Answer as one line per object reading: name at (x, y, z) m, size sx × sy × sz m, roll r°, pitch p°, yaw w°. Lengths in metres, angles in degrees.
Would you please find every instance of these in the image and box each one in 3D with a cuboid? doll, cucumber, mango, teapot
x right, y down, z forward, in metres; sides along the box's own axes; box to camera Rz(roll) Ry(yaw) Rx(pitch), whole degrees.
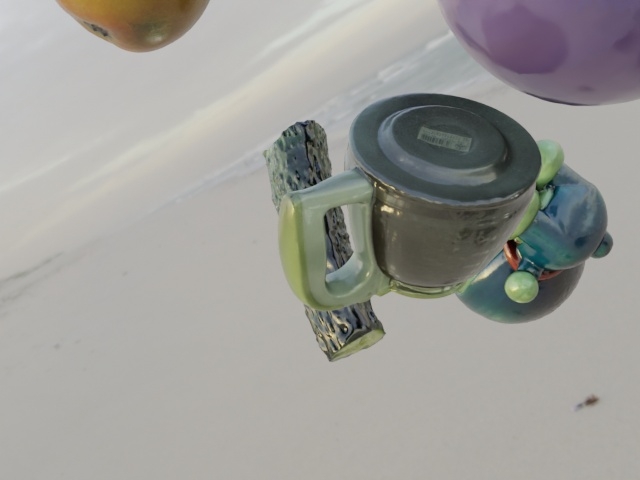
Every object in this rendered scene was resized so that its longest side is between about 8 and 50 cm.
doll at (0.275, 0.009, 1.130) m, size 0.199 × 0.186 × 0.322 m, roll -58°, pitch -1°, yaw -15°
cucumber at (0.000, 0.000, 0.651) m, size 0.058 × 0.187 × 0.058 m, roll -14°, pitch -19°, yaw -5°
mango at (-0.187, -0.356, 0.861) m, size 0.173 × 0.317 × 0.211 m, roll 22°, pitch 20°, yaw 29°
teapot at (0.039, -0.015, 0.415) m, size 0.124 × 0.091 × 0.092 m, roll 1°, pitch 40°, yaw -6°

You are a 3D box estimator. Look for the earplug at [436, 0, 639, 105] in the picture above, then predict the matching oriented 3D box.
earplug at (0.133, -0.293, 0.440) m, size 0.215 × 0.456 × 0.215 m, roll -3°, pitch -11°, yaw -1°
